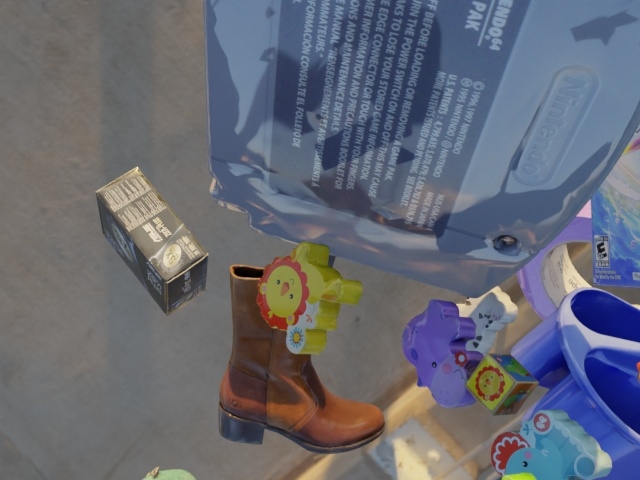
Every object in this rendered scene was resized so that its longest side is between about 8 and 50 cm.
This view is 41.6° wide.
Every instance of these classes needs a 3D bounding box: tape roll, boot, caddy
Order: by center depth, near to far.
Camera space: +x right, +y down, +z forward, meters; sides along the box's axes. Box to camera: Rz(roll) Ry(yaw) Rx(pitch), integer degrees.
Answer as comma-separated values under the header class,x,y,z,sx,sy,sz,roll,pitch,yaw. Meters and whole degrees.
class,x,y,z,sx,sy,sz,roll,pitch,yaw
caddy,0.416,0.201,1.106,0.341,0.241,0.179,25,132,-22
boot,-0.014,0.167,1.244,0.264,0.096,0.281,8,111,-2
tape roll,0.441,0.052,1.281,0.274,0.090,0.275,29,144,24

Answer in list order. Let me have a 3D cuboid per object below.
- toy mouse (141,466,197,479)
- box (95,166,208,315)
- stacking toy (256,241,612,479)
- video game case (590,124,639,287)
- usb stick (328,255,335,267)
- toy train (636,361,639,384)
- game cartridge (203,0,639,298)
class,x,y,z,sx,sy,sz,roll,pitch,yaw
toy mouse,-0.134,0.219,0.698,0.143,0.031,0.161,-4,143,-3
box,-0.255,0.005,1.279,0.180,0.077,0.147,50,157,12
stacking toy,0.086,0.086,0.419,0.221,0.167,0.052,47,114,39
video game case,0.362,-0.075,0.788,0.061,0.269,0.245,-1,89,-24
usb stick,0.000,0.000,1.421,0.278,0.077,0.045,106,146,-46
toy train,0.369,0.184,0.833,0.046,0.125,0.166,-46,56,50
game cartridge,0.045,-0.084,0.379,0.196,0.060,0.294,20,146,7
